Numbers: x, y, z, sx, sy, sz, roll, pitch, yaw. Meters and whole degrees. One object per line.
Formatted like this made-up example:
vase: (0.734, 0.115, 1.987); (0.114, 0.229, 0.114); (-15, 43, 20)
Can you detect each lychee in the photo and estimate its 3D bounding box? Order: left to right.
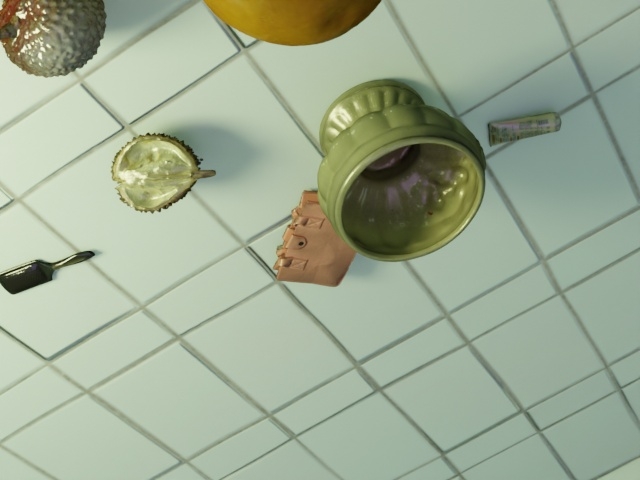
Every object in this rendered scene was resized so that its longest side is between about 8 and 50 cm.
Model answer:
lychee: (-0.413, -0.326, 1.419); (0.197, 0.165, 0.165); (-17, 144, -49)

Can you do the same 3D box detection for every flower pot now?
flower pot: (0.132, -0.142, 1.701); (0.308, 0.244, 0.307); (-10, 134, -10)

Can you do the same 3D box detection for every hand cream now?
hand cream: (0.401, -0.221, 1.857); (0.143, 0.039, 0.061); (-10, 140, 4)

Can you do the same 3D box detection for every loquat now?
loquat: (-0.043, -0.437, 1.334); (0.329, 0.328, 0.328); (-9, 132, -10)

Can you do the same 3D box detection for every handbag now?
handbag: (0.000, 0.000, 1.910); (0.157, 0.059, 0.212); (6, 129, -22)

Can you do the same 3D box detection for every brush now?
brush: (-0.529, 0.056, 1.827); (0.193, 0.016, 0.063); (-21, 134, 3)

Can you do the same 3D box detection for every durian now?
durian: (-0.278, -0.127, 1.685); (0.189, 0.091, 0.148); (2, 108, 8)
